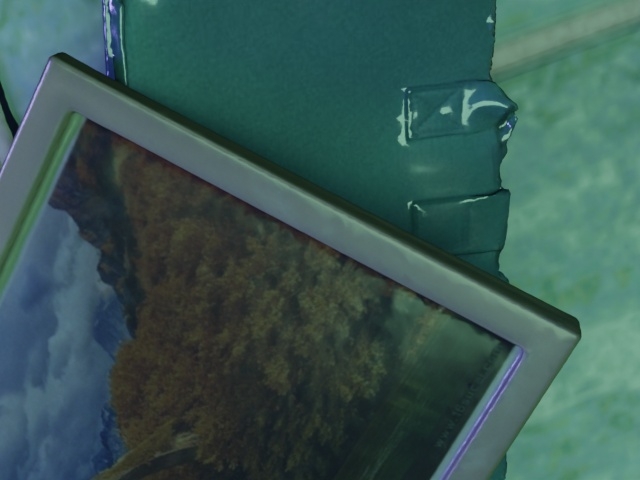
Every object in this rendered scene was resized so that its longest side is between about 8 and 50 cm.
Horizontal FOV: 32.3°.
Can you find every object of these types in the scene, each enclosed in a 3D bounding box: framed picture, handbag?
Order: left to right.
[{"bbox_3d":[-0.055,0.088,0.369,0.184,0.016,0.250,29,106,-4],"label":"framed picture"},{"bbox_3d":[0.000,0.000,0.398,0.144,0.057,0.221,-6,104,-14],"label":"handbag"}]
